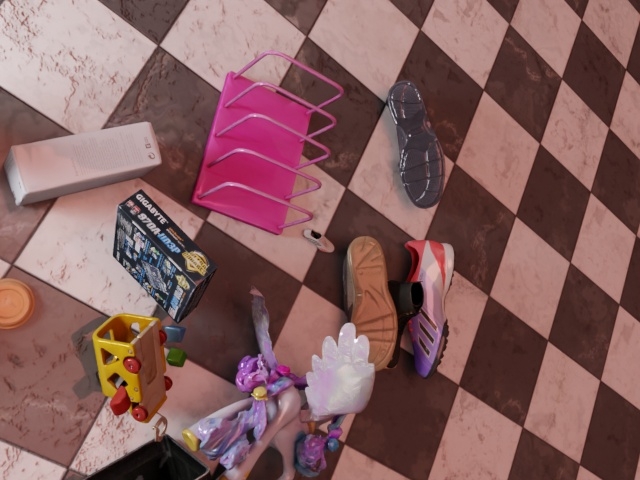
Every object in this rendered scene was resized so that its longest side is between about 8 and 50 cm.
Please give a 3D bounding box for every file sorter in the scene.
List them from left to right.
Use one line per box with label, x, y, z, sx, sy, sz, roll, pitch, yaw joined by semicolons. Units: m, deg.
file sorter;-0.094;-0.189;1.237;0.202;0.182;0.291;21;72;-28

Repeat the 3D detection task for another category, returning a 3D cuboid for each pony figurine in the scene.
pony figurine;-0.070;0.302;1.161;0.363;0.302;0.351;-34;133;-34

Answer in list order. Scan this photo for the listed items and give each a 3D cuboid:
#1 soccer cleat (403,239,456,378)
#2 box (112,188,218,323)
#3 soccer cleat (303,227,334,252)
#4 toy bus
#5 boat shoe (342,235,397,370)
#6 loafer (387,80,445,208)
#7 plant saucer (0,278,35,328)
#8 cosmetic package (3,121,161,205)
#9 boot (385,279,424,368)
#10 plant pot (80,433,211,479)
soccer cleat;0.233;0.154;1.453;0.116;0.108;0.318;11;78;-10
box;-0.266;0.034;1.049;0.175;0.220;0.051;45;60;3
soccer cleat;0.000;0.000;1.355;0.083;0.035;0.029;36;66;-23
toy bus;-0.325;0.225;1.077;0.104;0.191;0.202;7;70;15
boat shoe;0.101;0.137;1.364;0.102;0.092;0.285;-6;82;-10
loafer;0.233;-0.226;1.500;0.095;0.109;0.303;-17;94;-76
plant saucer;-0.513;0.104;1.032;0.083;0.013;0.084;5;81;-32
cosmetic package;-0.404;-0.132;1.075;0.231;0.117;0.086;-18;92;-34
boot;0.172;0.183;1.377;0.076;0.137;0.198;-2;85;-32
plant pot;-0.280;0.462;1.039;0.187;0.188;0.167;-24;109;-33
